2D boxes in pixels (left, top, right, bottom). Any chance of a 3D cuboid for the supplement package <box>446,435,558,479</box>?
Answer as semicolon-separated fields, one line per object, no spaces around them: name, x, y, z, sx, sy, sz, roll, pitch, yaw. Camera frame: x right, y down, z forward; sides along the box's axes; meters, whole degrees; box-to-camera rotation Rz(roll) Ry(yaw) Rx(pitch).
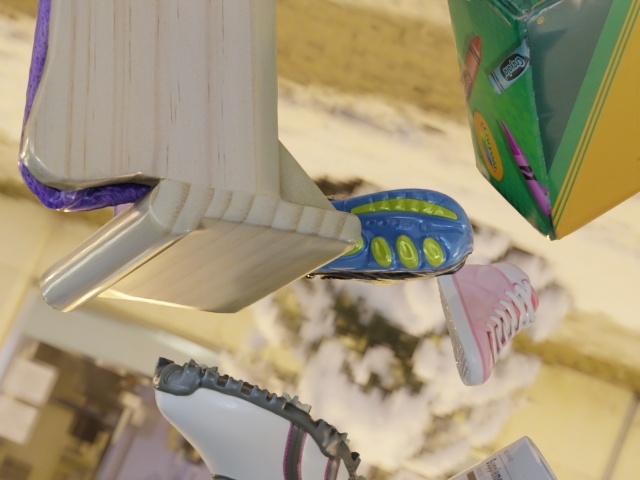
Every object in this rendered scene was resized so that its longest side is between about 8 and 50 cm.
supplement package;0.033;0.246;0.677;0.199;0.263;0.198;60;-177;-5

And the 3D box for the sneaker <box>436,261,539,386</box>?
sneaker;0.124;0.054;1.151;0.070;0.051;0.134;-8;-154;1

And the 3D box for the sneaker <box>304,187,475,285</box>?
sneaker;0.000;0.000;0.975;0.188;0.067;0.078;5;163;16

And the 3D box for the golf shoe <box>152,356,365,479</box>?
golf shoe;-0.024;0.182;1.111;0.273;0.120;0.105;43;160;-29

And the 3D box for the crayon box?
crayon box;0.203;-0.139;0.850;0.081;0.278;0.165;49;165;39

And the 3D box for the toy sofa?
toy sofa;-0.092;-0.151;0.865;0.177;0.362;0.150;9;159;-29
